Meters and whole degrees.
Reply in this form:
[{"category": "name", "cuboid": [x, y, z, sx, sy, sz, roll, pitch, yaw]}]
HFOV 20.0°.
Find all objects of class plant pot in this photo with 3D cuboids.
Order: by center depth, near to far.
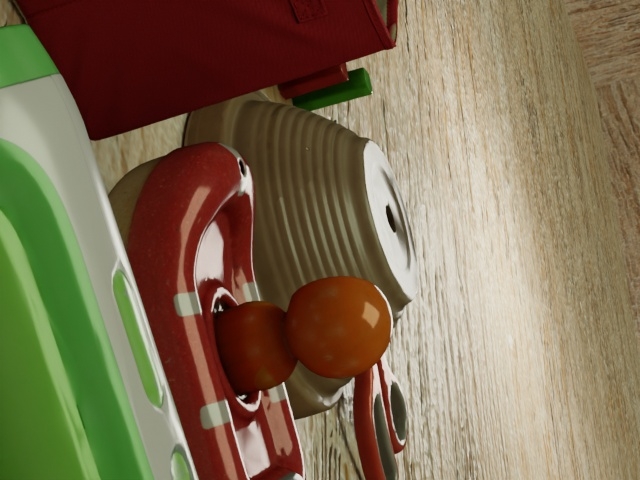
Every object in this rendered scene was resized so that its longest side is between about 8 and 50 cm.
[{"category": "plant pot", "cuboid": [0.000, 0.000, 1.278, 0.237, 0.109, 0.237, -15, 90, -76]}]

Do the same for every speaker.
[{"category": "speaker", "cuboid": [-0.122, 0.072, 0.718, 0.131, 0.131, 0.297, -38, 112, -74]}]

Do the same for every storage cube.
[{"category": "storage cube", "cuboid": [-0.074, -0.202, 1.051, 0.215, 0.193, 0.184, -88, 157, -52]}]

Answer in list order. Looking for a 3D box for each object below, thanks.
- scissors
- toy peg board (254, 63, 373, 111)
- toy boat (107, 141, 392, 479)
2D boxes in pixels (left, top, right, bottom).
[{"category": "scissors", "cuboid": [0.032, 0.061, 1.405, 0.109, 0.021, 0.297, -61, 144, -58]}, {"category": "toy peg board", "cuboid": [-0.023, -0.184, 1.438, 0.160, 0.079, 0.161, 42, 35, -64]}, {"category": "toy boat", "cuboid": [-0.033, 0.055, 1.013, 0.151, 0.151, 0.231, -11, 85, -76]}]
